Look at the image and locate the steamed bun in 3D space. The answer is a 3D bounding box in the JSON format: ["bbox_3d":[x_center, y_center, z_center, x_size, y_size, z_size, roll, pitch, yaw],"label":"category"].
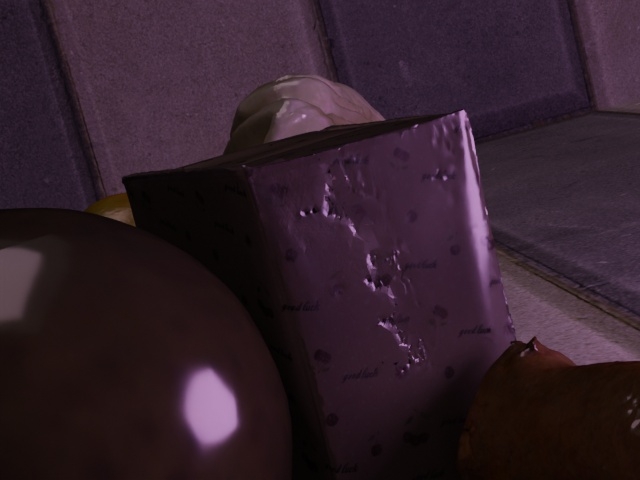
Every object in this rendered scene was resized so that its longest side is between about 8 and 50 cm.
[{"bbox_3d":[0.000,0.000,1.311,0.247,0.352,0.339,-36,-14,21],"label":"steamed bun"}]

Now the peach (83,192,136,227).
[{"bbox_3d":[-0.269,0.038,1.725,0.231,0.231,0.231,-14,9,2],"label":"peach"}]

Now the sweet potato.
[{"bbox_3d":[0.219,0.138,0.681,0.131,0.131,0.337,-20,11,-29],"label":"sweet potato"}]

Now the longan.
[{"bbox_3d":[-0.192,0.143,0.725,0.361,0.361,0.361,-14,9,2],"label":"longan"}]

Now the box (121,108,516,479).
[{"bbox_3d":[0.009,0.065,0.892,0.190,0.297,0.225,-20,10,-27],"label":"box"}]
